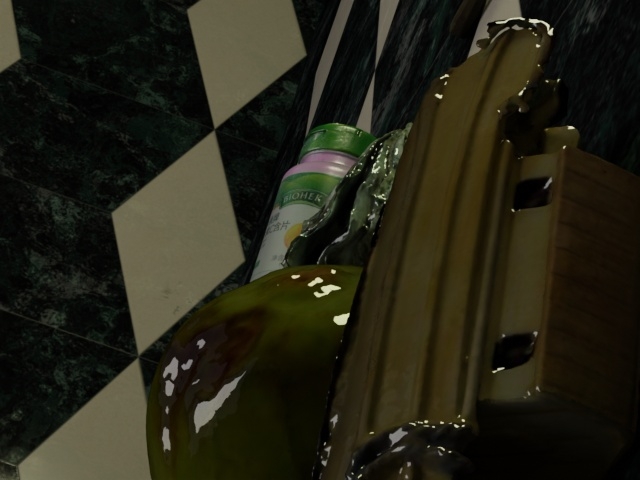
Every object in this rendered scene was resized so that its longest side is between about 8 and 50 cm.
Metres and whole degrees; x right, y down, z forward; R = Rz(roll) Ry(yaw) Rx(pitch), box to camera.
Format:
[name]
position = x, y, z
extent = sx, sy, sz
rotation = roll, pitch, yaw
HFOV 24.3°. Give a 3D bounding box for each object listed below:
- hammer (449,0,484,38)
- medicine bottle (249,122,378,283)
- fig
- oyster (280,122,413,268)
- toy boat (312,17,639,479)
[hammer]
position = 0.197, -0.314, 1.545
extent = 0.297, 0.027, 0.125
rotation = 120, 173, -53
[medicine bottle]
position = 0.000, 0.000, 1.761
extent = 0.133, 0.133, 0.274
rotation = 123, 166, -61
[fig]
position = 0.004, 0.151, 1.002
extent = 0.239, 0.239, 0.271
rotation = -91, -3, -71
[oyster]
position = 0.043, -0.004, 1.394
extent = 0.268, 0.112, 0.198
rotation = -54, 2, 0
[toy boat]
position = 0.104, 0.065, 0.834
extent = 0.136, 0.162, 0.446
rotation = 63, -148, -41
